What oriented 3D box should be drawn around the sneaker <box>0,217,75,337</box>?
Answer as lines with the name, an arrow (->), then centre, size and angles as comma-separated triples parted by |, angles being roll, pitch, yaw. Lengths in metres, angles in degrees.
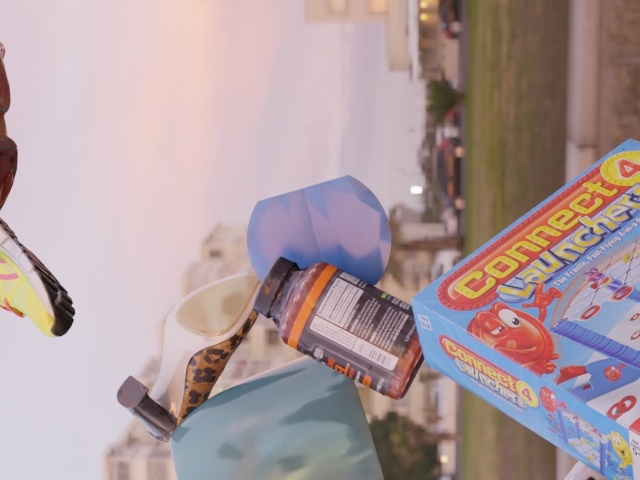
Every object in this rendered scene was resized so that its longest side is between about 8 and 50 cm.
sneaker -> -0.335, 0.042, 1.337 | 0.094, 0.208, 0.081 | -44, -31, -8

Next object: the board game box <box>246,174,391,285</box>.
board game box -> 0.000, 0.000, 1.517 | 0.033, 0.169, 0.133 | -59, -48, -80

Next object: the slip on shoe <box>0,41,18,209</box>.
slip on shoe -> -0.192, -0.034, 0.619 | 0.123, 0.101, 0.331 | -47, 33, 17

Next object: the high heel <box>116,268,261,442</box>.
high heel -> -0.146, 0.152, 1.716 | 0.261, 0.093, 0.186 | -44, -27, -9

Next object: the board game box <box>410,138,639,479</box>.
board game box -> 0.295, 0.059, 1.157 | 0.302, 0.308, 0.086 | 30, 147, 46

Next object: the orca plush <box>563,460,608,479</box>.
orca plush -> 0.265, 0.252, 1.188 | 0.151, 0.102, 0.287 | -60, -18, 19

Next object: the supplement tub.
supplement tub -> 0.026, 0.092, 1.449 | 0.106, 0.198, 0.106 | -60, -9, -17

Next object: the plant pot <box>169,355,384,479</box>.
plant pot -> -0.056, 0.299, 1.613 | 0.293, 0.235, 0.293 | 166, 90, -84
